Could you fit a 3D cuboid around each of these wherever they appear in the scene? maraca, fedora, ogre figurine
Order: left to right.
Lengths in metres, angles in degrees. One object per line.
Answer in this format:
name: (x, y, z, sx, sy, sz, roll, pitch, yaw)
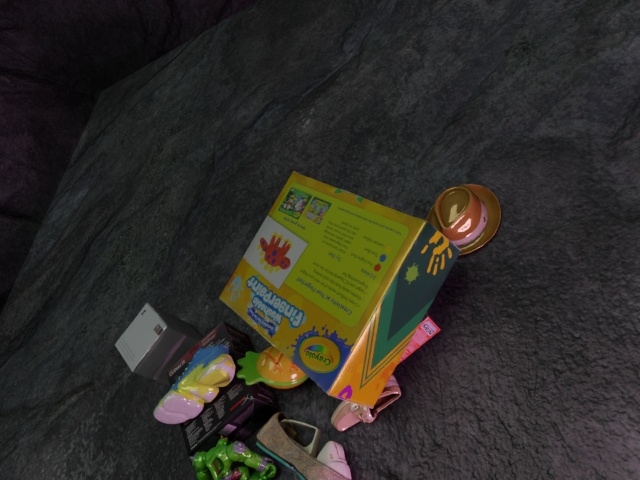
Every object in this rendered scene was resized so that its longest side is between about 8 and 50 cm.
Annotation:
ogre figurine: (-0.208, 0.512, 1.130, 0.197, 0.118, 0.097, -15, 23, 36)
maraca: (-0.106, 0.299, 1.193, 0.186, 0.099, 0.127, -2, 28, -7)
fedora: (0.316, -0.061, 1.155, 0.195, 0.079, 0.194, -20, 52, 27)

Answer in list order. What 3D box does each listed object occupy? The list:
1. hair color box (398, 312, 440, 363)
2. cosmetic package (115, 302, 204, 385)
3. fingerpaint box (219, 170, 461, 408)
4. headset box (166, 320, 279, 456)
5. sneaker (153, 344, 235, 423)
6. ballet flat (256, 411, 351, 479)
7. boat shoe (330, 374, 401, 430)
hair color box: (0.166, 0.208, 1.090, 0.167, 0.053, 0.093, -40, 27, 7)
cosmetic package: (-0.443, 0.301, 1.419, 0.151, 0.184, 0.151, 29, 81, 46)
fingerpaint box: (0.020, 0.083, 1.116, 0.445, 0.163, 0.370, 26, 85, 48)
headset box: (-0.262, 0.370, 1.284, 0.218, 0.110, 0.293, -43, 45, 6)
sneaker: (-0.299, 0.340, 1.209, 0.240, 0.091, 0.126, -36, 27, 12)
ballet flat: (-0.017, 0.454, 1.048, 0.316, 0.107, 0.106, 19, 67, 42)
boat shoe: (0.096, 0.351, 1.055, 0.170, 0.063, 0.059, -42, 39, 6)
